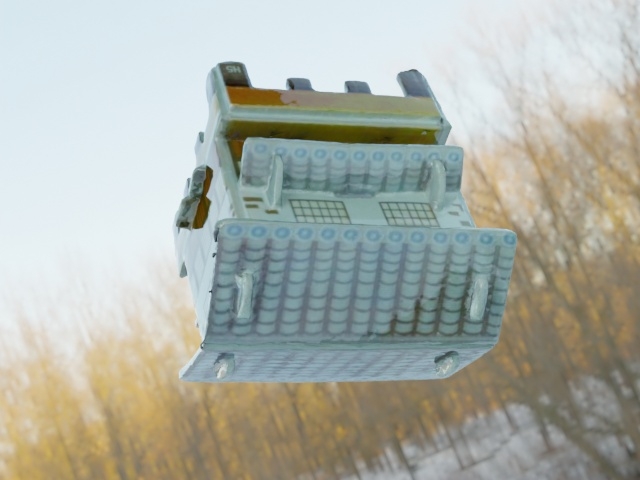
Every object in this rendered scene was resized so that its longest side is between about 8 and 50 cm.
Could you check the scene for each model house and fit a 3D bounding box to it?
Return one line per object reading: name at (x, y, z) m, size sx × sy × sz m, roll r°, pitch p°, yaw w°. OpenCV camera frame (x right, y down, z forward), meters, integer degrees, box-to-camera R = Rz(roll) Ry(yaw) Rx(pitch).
model house at (0.000, 0.000, 1.001) m, size 0.224 × 0.215 × 0.198 m, roll 2°, pitch -49°, yaw -20°
